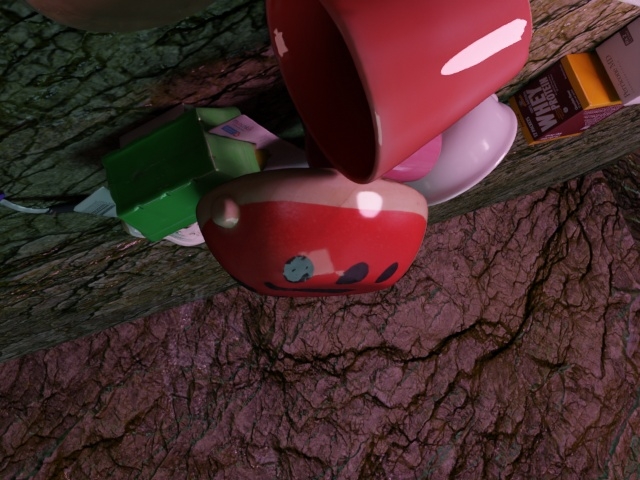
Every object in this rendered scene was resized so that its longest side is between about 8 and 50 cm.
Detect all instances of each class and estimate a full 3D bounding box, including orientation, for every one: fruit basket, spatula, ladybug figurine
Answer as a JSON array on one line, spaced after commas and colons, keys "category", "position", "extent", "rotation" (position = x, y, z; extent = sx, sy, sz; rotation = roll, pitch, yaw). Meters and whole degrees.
[{"category": "fruit basket", "position": [-0.195, -0.114, 1.119], "extent": [0.326, 0.166, 0.353], "rotation": [-24, 174, 18]}, {"category": "spatula", "position": [-0.506, -0.059, 1.126], "extent": [0.084, 0.030, 0.296], "rotation": [-27, 168, 36]}, {"category": "ladybug figurine", "position": [0.000, 0.000, 0.997], "extent": [0.305, 0.162, 0.449], "rotation": [-16, 166, 38]}]

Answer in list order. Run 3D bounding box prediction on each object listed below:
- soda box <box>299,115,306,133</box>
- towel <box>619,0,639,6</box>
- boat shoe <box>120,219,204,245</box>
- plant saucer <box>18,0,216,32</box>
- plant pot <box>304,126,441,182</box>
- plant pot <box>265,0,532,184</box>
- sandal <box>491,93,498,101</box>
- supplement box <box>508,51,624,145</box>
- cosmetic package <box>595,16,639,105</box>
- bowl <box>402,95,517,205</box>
[{"category": "soda box", "position": [0.039, -0.218, 1.250], "extent": [0.058, 0.063, 0.183], "rotation": [-23, 170, 32]}, {"category": "towel", "position": [0.555, -0.433, 0.820], "extent": [0.320, 0.090, 0.374], "rotation": [-11, 166, -44]}, {"category": "boat shoe", "position": [-0.296, -0.049, 1.388], "extent": [0.096, 0.098, 0.277], "rotation": [-25, 168, 29]}, {"category": "plant saucer", "position": [-0.172, -0.279, 0.598], "extent": [0.277, 0.041, 0.278], "rotation": [-20, 169, -4]}, {"category": "plant pot", "position": [0.101, -0.177, 1.098], "extent": [0.180, 0.202, 0.201], "rotation": [8, 154, -38]}, {"category": "plant pot", "position": [0.100, -0.238, 0.782], "extent": [0.243, 0.275, 0.275], "rotation": [-27, 171, -12]}, {"category": "sandal", "position": [0.237, -0.191, 1.451], "extent": [0.416, 0.102, 0.169], "rotation": [-44, 162, -13]}, {"category": "supplement box", "position": [0.596, -0.337, 1.517], "extent": [0.191, 0.129, 0.194], "rotation": [-14, 168, -30]}, {"category": "cosmetic package", "position": [0.734, -0.403, 1.375], "extent": [0.151, 0.151, 0.183], "rotation": [-13, 166, -34]}, {"category": "bowl", "position": [0.218, -0.214, 1.256], "extent": [0.297, 0.134, 0.298], "rotation": [-30, -150, 20]}]
